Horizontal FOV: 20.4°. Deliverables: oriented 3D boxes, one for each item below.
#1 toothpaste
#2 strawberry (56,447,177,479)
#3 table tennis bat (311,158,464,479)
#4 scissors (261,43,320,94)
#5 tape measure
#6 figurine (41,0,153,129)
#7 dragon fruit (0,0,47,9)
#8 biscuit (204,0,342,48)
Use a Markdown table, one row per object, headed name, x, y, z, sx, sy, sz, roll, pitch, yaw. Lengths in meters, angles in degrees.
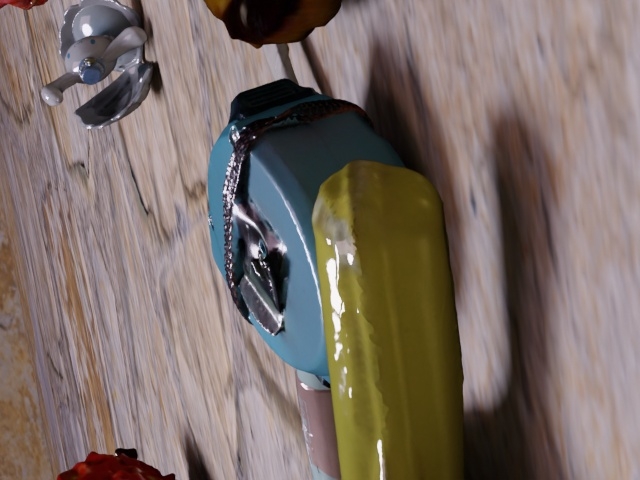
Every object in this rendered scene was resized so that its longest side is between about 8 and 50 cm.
| name | x | y | z | sx | sy | sz | roll | pitch | yaw |
| --- | --- | --- | --- | --- | --- | --- | --- | --- | --- |
| toothpaste | 0.010 | 0.128 | 0.989 | 0.056 | 0.036 | 0.205 | -117 | 16 | -48 |
| strawberry | -0.145 | 0.291 | 1.525 | 0.178 | 0.234 | 0.233 | -5 | 97 | 47 |
| table tennis bat | 0.040 | 0.137 | 0.760 | 0.224 | 0.054 | 0.368 | -82 | -13 | -65 |
| scissors | -0.029 | -0.123 | 0.951 | 0.110 | 0.021 | 0.212 | 103 | 152 | -52 |
| tape measure | 0.000 | 0.000 | 0.826 | 0.125 | 0.081 | 0.146 | 53 | 154 | 37 |
| figurine | -0.167 | -0.136 | 1.374 | 0.082 | 0.094 | 0.086 | 44 | -144 | -27 |
| dragon fruit | -0.326 | -0.320 | 1.488 | 0.250 | 0.269 | 0.291 | 63 | 165 | 17 |
| biscuit | -0.038 | -0.247 | 0.826 | 0.318 | 0.040 | 0.317 | 170 | 90 | -73 |
